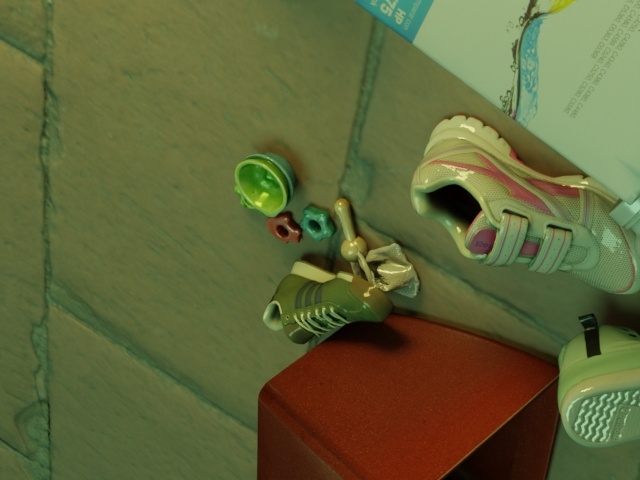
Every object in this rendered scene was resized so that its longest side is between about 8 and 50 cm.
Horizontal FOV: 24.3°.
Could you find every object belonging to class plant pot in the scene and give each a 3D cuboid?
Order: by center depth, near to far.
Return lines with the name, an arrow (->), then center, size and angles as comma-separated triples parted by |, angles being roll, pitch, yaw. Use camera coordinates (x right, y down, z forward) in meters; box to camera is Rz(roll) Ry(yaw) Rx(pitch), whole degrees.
plant pot -> 0.075, 0.233, 1.583 | 0.236, 0.267, 0.267 | 33, 140, 29

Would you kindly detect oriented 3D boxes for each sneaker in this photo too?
sneaker -> 0.187, -0.012, 1.370 | 0.252, 0.111, 0.103 | 27, 138, 19
sneaker -> 0.342, 0.111, 1.371 | 0.256, 0.151, 0.094 | -7, 112, 5
sneaker -> 0.002, 0.078, 1.580 | 0.064, 0.086, 0.192 | 45, 166, -26

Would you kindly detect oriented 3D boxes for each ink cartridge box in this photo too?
ink cartridge box -> 0.209, -0.210, 1.112 | 0.270, 0.198, 0.197 | 38, 140, 8

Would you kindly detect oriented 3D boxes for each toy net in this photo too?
toy net -> 0.000, 0.000, 1.593 | 0.232, 0.045, 0.122 | 40, 140, 5

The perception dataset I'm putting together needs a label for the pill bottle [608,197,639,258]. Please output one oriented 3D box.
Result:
pill bottle -> 0.331, 0.006, 1.283 | 0.160, 0.087, 0.087 | 42, 141, 3
